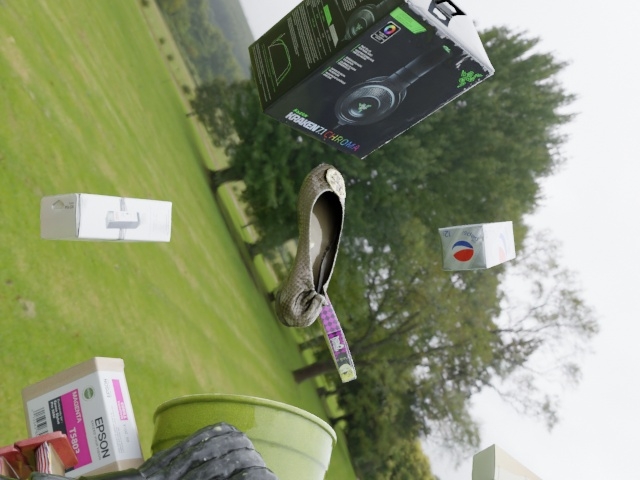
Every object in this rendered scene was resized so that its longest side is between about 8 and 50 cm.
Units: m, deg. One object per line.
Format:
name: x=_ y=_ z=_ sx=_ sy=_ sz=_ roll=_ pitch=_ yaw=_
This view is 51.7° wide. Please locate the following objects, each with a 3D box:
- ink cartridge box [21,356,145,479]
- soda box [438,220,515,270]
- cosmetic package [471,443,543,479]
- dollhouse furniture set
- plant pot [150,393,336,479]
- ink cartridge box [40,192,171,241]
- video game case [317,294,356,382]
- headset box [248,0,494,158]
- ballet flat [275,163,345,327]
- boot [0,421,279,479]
ink cartridge box: x=-0.464 y=0.369 z=1.288 sx=0.088 sy=0.193 sz=0.234 roll=34 pitch=33 yaw=-65
soda box: x=0.351 y=0.009 z=1.456 sx=0.286 sy=0.098 sz=0.091 roll=-6 pitch=91 yaw=-63
cosmetic package: x=0.241 y=0.310 z=0.812 sx=0.115 sy=0.041 sz=0.060 roll=37 pitch=33 yaw=-10
dollhouse furniture set: x=-0.467 y=0.523 z=1.143 sx=0.374 sy=0.152 sz=0.201 roll=90 pitch=-20 yaw=-44
plant pot: x=-0.169 y=0.521 z=1.219 sx=0.366 sy=0.367 sz=0.352 roll=68 pitch=24 yaw=-51
ink cartridge box: x=-0.446 y=-0.043 z=1.380 sx=0.218 sy=0.159 sz=0.092 roll=6 pitch=85 yaw=-49
video game case: x=0.019 y=0.203 z=1.639 sx=0.232 sy=0.042 sz=0.210 roll=-114 pitch=-174 yaw=-45
headset box: x=0.083 y=-0.274 z=0.985 sx=0.246 sy=0.283 sz=0.131 roll=17 pitch=51 yaw=-48
ballet flat: x=0.000 y=0.000 z=0.871 sx=0.084 sy=0.058 sz=0.249 roll=38 pitch=51 yaw=-32
boot: x=-0.175 y=0.164 z=0.423 sx=0.348 sy=0.260 sz=0.131 roll=57 pitch=-30 yaw=17
